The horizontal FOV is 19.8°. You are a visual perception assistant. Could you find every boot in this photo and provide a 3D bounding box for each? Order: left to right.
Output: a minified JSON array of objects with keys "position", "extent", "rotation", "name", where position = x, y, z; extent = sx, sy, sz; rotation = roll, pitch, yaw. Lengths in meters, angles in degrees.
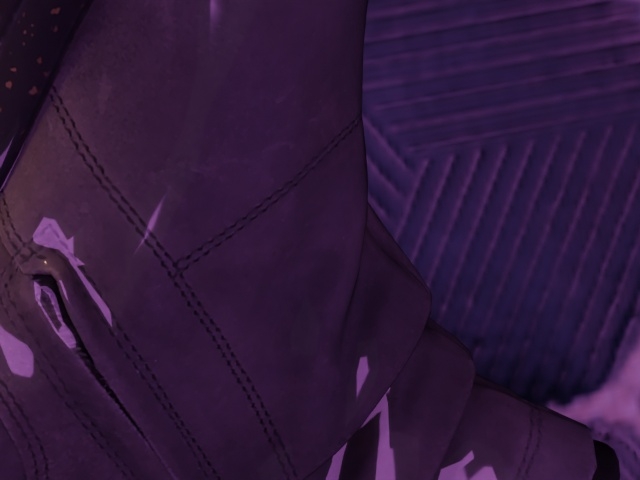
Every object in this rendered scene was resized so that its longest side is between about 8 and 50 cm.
[{"position":[0.000,0.000,0.486],"extent":[0.223,0.118,0.338],"rotation":[39,99,-13],"name":"boot"}]
